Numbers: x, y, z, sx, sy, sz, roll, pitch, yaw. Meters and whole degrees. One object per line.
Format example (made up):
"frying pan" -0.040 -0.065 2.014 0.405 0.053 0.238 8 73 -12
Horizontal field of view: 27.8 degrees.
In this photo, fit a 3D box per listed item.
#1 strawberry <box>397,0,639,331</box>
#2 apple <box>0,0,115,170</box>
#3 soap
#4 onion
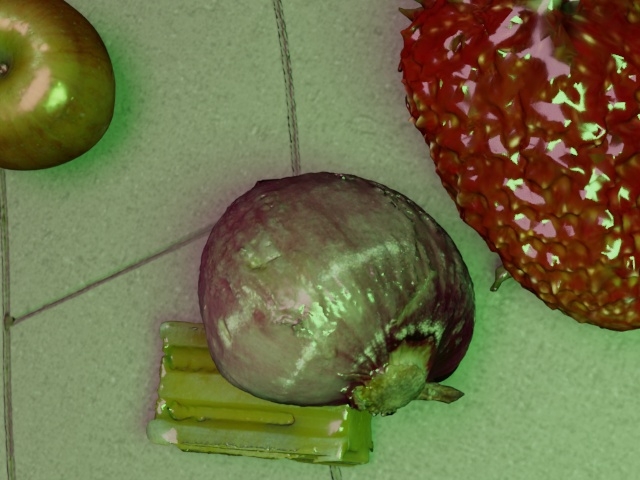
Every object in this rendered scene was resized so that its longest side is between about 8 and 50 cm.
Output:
"strawberry" 0.206 -0.089 1.186 0.292 0.292 0.343 -1 92 24
"apple" -0.343 -0.182 1.492 0.235 0.173 0.210 43 93 17
"soap" -0.059 0.157 1.336 0.233 0.076 0.135 1 78 25
"onion" 0.000 0.000 1.249 0.348 0.267 0.159 53 139 41
